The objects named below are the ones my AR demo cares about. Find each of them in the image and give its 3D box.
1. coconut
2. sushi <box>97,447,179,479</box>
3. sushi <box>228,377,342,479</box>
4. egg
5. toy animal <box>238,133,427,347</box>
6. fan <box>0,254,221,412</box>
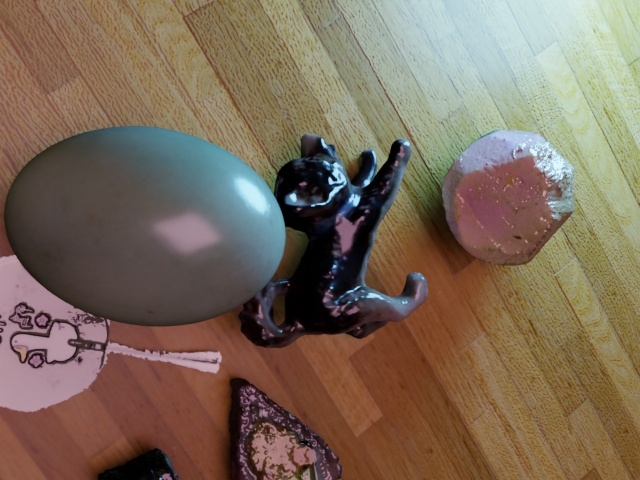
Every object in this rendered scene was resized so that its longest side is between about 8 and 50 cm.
[{"bbox_3d":[0.331,-0.079,1.469,0.233,0.245,0.233,3,101,17],"label":"coconut"},{"bbox_3d":[-0.254,0.432,1.282,0.127,0.124,0.225,-24,105,-20],"label":"sushi"},{"bbox_3d":[-0.089,0.349,1.360,0.241,0.107,0.161,42,75,-9],"label":"sushi"},{"bbox_3d":[-0.242,-0.020,1.185,0.389,0.276,0.276,6,88,2],"label":"egg"},{"bbox_3d":[0.000,0.000,1.348,0.303,0.194,0.344,-7,88,-28],"label":"toy animal"},{"bbox_3d":[-0.352,0.158,1.296,0.415,0.012,0.233,15,86,-19],"label":"fan"}]
